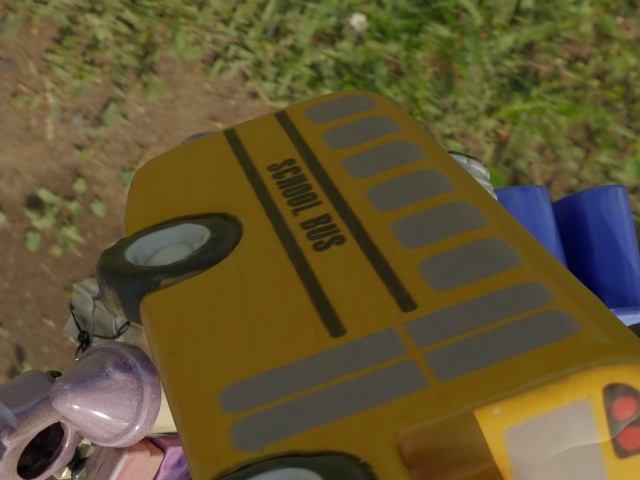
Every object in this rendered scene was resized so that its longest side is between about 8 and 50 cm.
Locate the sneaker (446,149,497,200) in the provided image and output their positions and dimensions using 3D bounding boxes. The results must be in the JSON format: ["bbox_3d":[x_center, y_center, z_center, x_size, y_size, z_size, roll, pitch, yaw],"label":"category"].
[{"bbox_3d":[0.000,0.000,1.293,0.107,0.275,0.110,36,49,-63],"label":"sneaker"}]

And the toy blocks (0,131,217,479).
[{"bbox_3d":[-0.087,0.090,0.932,0.260,0.309,0.289,5,116,-60],"label":"toy blocks"}]

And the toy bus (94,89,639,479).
[{"bbox_3d":[0.016,0.056,0.500,0.130,0.333,0.108,-19,112,-6],"label":"toy bus"}]

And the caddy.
[{"bbox_3d":[0.159,0.055,1.621,0.241,0.341,0.179,-1,82,-39],"label":"caddy"}]
